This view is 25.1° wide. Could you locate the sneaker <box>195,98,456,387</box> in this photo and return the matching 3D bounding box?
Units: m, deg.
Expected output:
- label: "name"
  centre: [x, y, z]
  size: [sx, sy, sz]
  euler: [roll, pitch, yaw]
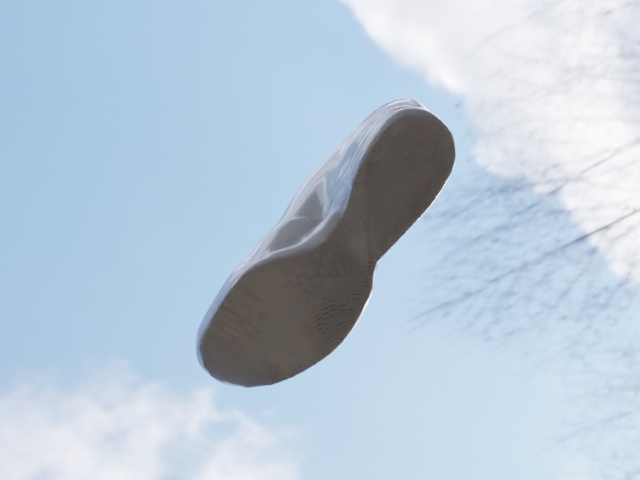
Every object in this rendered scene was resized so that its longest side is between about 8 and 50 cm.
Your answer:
- label: "sneaker"
  centre: [0.000, 0.000, 0.905]
  size: [0.080, 0.212, 0.094]
  euler: [39, -174, -22]
